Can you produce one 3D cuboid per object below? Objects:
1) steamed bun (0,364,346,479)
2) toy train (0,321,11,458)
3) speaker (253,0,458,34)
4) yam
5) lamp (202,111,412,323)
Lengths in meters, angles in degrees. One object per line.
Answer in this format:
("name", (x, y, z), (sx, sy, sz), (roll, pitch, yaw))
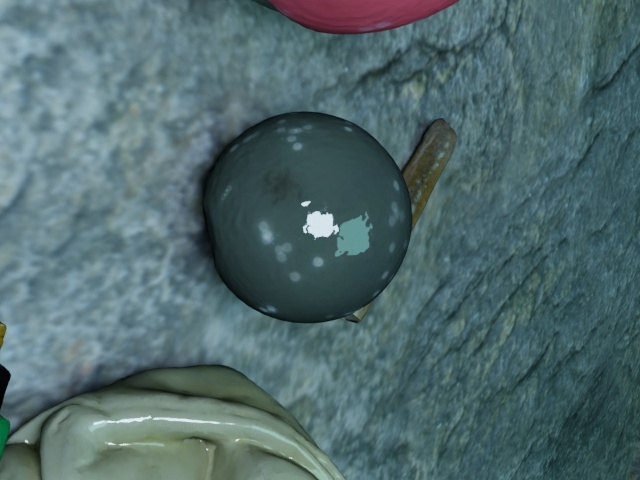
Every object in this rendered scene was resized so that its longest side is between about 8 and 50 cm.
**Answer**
("steamed bun", (-0.101, 0.282, 0.726), (0.367, 0.255, 0.343), (-18, 118, -51))
("toy train", (-0.251, 0.140, 0.548), (0.091, 0.136, 0.228), (16, 96, -56))
("speaker", (0.016, -0.277, 0.585), (0.294, 0.294, 0.294), (-29, 128, -45))
("yam", (0.089, -0.026, 1.022), (0.264, 0.046, 0.046), (-60, 145, -13))
("lamp", (-0.010, -0.016, 0.826), (0.314, 0.181, 0.182), (56, 55, -87))
